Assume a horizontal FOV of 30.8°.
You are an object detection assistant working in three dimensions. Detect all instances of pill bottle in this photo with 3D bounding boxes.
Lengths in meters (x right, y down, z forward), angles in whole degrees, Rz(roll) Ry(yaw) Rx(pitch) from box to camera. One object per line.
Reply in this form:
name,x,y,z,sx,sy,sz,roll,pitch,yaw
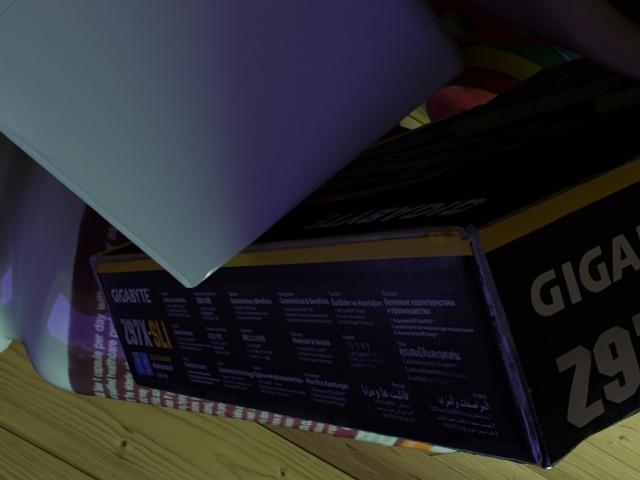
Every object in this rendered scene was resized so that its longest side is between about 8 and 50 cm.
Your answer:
pill bottle,-0.075,0.009,0.816,0.392,0.224,0.224,10,160,-3

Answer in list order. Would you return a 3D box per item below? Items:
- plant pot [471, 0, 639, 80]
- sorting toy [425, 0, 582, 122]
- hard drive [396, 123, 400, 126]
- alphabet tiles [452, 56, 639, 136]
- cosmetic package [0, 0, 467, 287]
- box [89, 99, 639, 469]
plant pot,0.069,-0.206,0.370,0.229,0.263,0.263,34,170,47
sorting toy,0.066,-0.150,0.686,0.255,0.089,0.257,23,160,14
hard drive,0.000,0.000,1.032,0.237,0.064,0.339,-17,140,23
alphabet tiles,0.180,-0.088,0.480,0.237,0.198,0.009,-13,102,35
cosmetic package,-0.093,-0.141,0.424,0.224,0.138,0.224,43,-169,-39
box,0.075,-0.008,0.504,0.322,0.257,0.079,-4,105,61
